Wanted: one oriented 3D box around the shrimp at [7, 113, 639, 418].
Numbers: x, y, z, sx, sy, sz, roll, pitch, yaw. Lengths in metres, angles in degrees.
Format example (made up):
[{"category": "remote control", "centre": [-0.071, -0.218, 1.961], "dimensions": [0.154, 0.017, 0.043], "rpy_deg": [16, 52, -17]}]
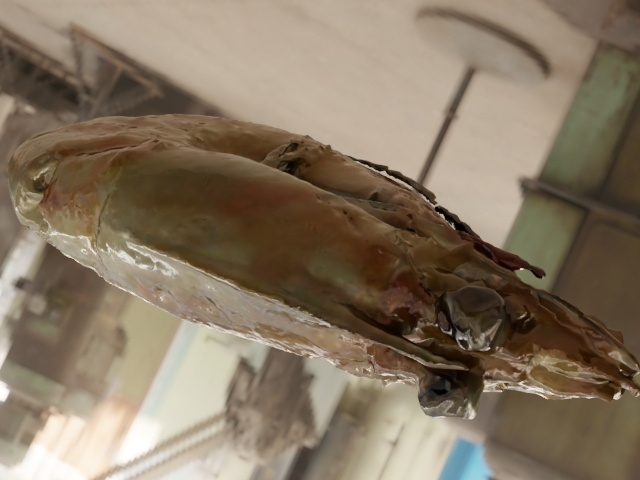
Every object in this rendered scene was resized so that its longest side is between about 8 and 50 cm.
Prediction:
[{"category": "shrimp", "centre": [0.000, -0.001, 0.539], "dimensions": [0.154, 0.062, 0.294], "rpy_deg": [-15, -149, -41]}]
